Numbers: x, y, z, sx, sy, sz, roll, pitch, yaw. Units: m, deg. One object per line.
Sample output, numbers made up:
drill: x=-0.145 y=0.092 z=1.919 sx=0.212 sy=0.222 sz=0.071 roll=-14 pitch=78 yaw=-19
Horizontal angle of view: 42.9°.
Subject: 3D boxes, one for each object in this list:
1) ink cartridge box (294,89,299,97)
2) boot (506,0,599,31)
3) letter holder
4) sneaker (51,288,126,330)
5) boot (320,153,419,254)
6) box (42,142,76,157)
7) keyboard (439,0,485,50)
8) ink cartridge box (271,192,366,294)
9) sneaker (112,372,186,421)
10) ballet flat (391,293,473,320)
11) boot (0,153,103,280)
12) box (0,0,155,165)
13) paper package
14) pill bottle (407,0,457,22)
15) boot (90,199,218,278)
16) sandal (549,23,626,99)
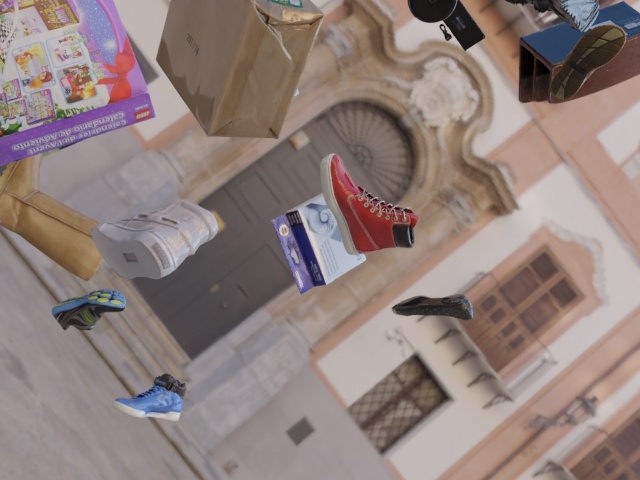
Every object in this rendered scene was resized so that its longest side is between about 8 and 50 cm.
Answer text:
ink cartridge box: x=-0.227 y=-0.535 z=2.323 sx=0.303 sy=0.072 sz=0.307 roll=5 pitch=-59 yaw=48
boot: x=0.431 y=-0.523 z=1.618 sx=0.207 sy=0.094 sz=0.246 roll=38 pitch=5 yaw=33
letter holder: x=0.668 y=-0.434 z=2.054 sx=0.214 sy=0.301 sz=0.152 roll=79 pitch=-13 yaw=-45
sneaker: x=-0.507 y=0.158 z=1.809 sx=0.067 sy=0.188 sz=0.078 roll=-57 pitch=131 yaw=-63
boot: x=0.109 y=-0.082 z=1.694 sx=0.176 sy=0.088 sz=0.244 roll=-7 pitch=-56 yaw=28
box: x=-0.628 y=-0.347 z=1.969 sx=0.232 sy=0.321 sz=0.058 roll=59 pitch=22 yaw=-33
keyboard: x=0.421 y=-0.672 z=2.532 sx=0.180 sy=0.108 sz=0.023 roll=47 pitch=30 yaw=-24
ink cartridge box: x=0.000 y=0.000 z=2.173 sx=0.045 sy=0.224 sz=0.223 roll=-5 pitch=-69 yaw=53
sneaker: x=-0.310 y=0.281 z=1.498 sx=0.058 sy=0.085 sz=0.152 roll=12 pitch=-7 yaw=44
ballet flat: x=0.205 y=0.131 z=1.525 sx=0.173 sy=0.057 sz=0.049 roll=-6 pitch=-67 yaw=42
boot: x=-0.569 y=-0.075 z=1.771 sx=0.269 sy=0.236 sz=0.089 roll=32 pitch=-20 yaw=-20
box: x=-0.349 y=-0.251 z=1.025 sx=0.057 sy=0.200 sz=0.293 roll=93 pitch=-24 yaw=-64
paper package: x=-0.177 y=-0.408 z=1.642 sx=0.325 sy=0.168 sz=0.310 roll=54 pitch=-46 yaw=39
pill bottle: x=0.276 y=-0.644 z=2.058 sx=0.123 sy=0.122 sz=0.219 roll=58 pitch=20 yaw=-31
boot: x=-0.254 y=-0.005 z=1.260 sx=0.258 sy=0.123 sz=0.095 roll=9 pitch=-53 yaw=53
sandal: x=0.519 y=-0.353 z=1.594 sx=0.072 sy=0.049 sz=0.180 roll=41 pitch=-50 yaw=4
